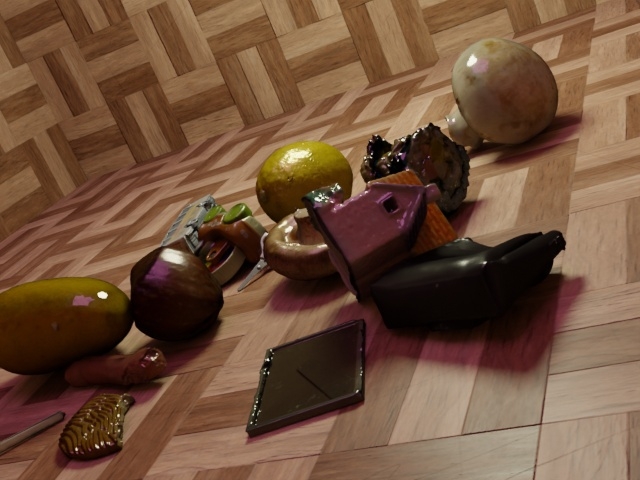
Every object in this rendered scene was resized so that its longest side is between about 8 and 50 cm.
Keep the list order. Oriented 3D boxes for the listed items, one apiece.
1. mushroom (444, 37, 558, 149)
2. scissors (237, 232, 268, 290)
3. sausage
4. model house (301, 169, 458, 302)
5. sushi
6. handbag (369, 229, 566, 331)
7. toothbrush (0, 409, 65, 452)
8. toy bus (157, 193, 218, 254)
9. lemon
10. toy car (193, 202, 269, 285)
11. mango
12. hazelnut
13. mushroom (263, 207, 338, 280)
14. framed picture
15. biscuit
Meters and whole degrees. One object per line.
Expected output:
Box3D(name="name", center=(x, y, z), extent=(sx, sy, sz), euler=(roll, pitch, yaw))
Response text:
Box3D(name="mushroom", center=(0.452, -0.367, 2.207), extent=(0.297, 0.297, 0.290), euler=(-39, 0, -38))
Box3D(name="scissors", center=(-0.140, 0.057, 2.069), extent=(0.100, 0.015, 0.189), euler=(34, 65, 17))
Box3D(name="sausage", center=(-0.434, 0.271, 1.794), extent=(0.304, 0.078, 0.078), euler=(-12, 21, 41))
Box3D(name="model house", center=(0.116, -0.043, 1.640), extent=(0.237, 0.202, 0.237), euler=(-28, -25, -3))
Box3D(name="sushi", center=(0.205, -0.144, 1.943), extent=(0.218, 0.238, 0.225), euler=(3, 43, 43))
Box3D(name="handbag", center=(0.260, 0.060, 1.474), extent=(0.257, 0.113, 0.285), euler=(-31, 12, -39))
Box3D(name="toothbrush", center=(-0.652, 0.421, 1.721), extent=(0.294, 0.026, 0.028), euler=(-27, 4, -9))
Box3D(name="toy bus", center=(-0.376, -0.025, 2.515), extent=(0.138, 0.097, 0.342), euler=(-26, 19, 14))
Box3D(name="lemon", center=(-0.039, -0.143, 2.207), extent=(0.263, 0.236, 0.236), euler=(-32, 20, -15))
Box3D(name="toy car", center=(-0.249, 0.029, 2.172), extent=(0.235, 0.145, 0.235), euler=(-31, 28, 18))
Box3D(name="mango", center=(-0.601, 0.185, 1.949), extent=(0.301, 0.221, 0.445), euler=(-2, -12, -45))
Box3D(name="hazelnut", center=(-0.318, 0.112, 1.889), extent=(0.218, 0.218, 0.234), euler=(-24, 18, 0))
Box3D(name="mushroom", center=(0.000, 0.000, 1.905), extent=(0.278, 0.146, 0.278), euler=(-11, 22, 5))
Box3D(name="framed picture", center=(-0.018, 0.229, 1.488), extent=(0.209, 0.019, 0.281), euler=(-19, 19, 12))
Box3D(name="biscuit", center=(-0.417, 0.349, 1.624), extent=(0.176, 0.031, 0.228), euler=(-38, 22, -33))
